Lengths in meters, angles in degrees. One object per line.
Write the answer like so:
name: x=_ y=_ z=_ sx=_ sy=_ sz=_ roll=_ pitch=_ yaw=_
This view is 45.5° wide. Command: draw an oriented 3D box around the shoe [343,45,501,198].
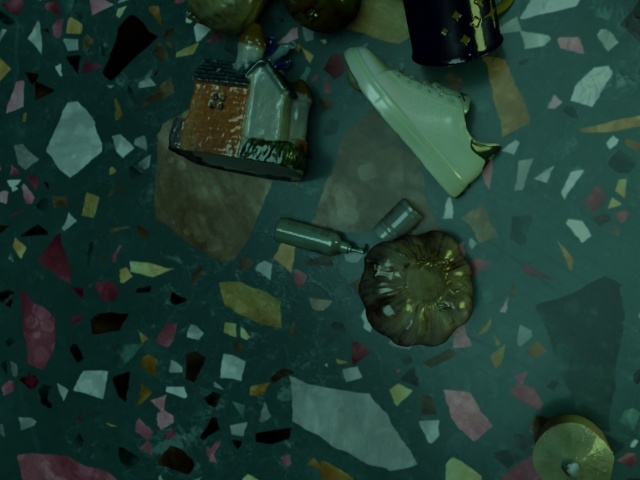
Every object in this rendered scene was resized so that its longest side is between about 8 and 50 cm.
shoe: x=0.205 y=-0.266 z=1.496 sx=0.160 sy=0.132 sz=0.363 roll=-39 pitch=96 yaw=10

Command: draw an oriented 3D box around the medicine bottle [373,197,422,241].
medicine bottle: x=0.159 y=-0.036 z=1.568 sx=0.091 sy=0.058 sz=0.058 roll=-45 pitch=80 yaw=12

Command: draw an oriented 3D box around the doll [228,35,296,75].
doll: x=-0.136 y=-0.376 z=1.637 sx=0.195 sy=0.070 sz=0.096 roll=-27 pitch=115 yaw=17

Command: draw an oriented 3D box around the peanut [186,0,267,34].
peanut: x=-0.163 y=-0.518 z=1.559 sx=0.291 sy=0.143 sz=0.159 roll=-31 pitch=73 yaw=41

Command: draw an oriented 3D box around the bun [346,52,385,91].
bun: x=0.093 y=-0.349 z=1.578 sx=0.086 sy=0.055 sz=0.086 roll=1 pitch=94 yaw=16

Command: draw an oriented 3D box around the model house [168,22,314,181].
model house: x=-0.143 y=-0.289 z=1.582 sx=0.271 sy=0.190 sz=0.300 roll=10 pitch=91 yaw=14

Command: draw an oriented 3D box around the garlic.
garlic: x=0.188 y=0.096 z=1.516 sx=0.245 sy=0.160 sz=0.245 roll=2 pitch=77 yaw=-8

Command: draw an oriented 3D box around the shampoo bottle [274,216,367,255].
shampoo bottle: x=0.000 y=0.000 z=1.615 sx=0.195 sy=0.056 sz=0.056 roll=15 pitch=96 yaw=15

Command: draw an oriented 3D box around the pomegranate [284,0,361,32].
pomegranate: x=0.013 y=-0.519 z=1.554 sx=0.159 sy=0.159 sz=0.205 roll=21 pitch=68 yaw=14

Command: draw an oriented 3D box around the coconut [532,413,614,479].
coconut: x=0.475 y=0.409 z=1.446 sx=0.147 sy=0.153 sz=0.147 roll=0 pitch=89 yaw=15

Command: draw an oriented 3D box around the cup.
cup: x=0.253 y=-0.500 z=1.448 sx=0.178 sy=0.255 sz=0.256 roll=5 pitch=125 yaw=33
